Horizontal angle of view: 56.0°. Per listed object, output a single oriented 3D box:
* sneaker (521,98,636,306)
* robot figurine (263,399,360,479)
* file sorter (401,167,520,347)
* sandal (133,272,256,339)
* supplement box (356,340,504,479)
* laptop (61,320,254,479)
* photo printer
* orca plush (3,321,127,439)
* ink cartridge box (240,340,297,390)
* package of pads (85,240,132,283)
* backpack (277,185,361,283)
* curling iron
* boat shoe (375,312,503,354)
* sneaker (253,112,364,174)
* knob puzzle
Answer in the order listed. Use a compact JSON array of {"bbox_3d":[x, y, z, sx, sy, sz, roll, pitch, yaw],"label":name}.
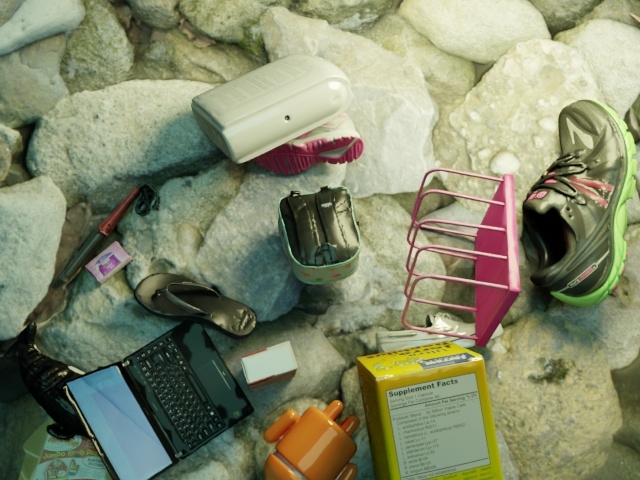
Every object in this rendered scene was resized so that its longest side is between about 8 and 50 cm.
[{"bbox_3d":[0.554,-0.104,1.321,0.202,0.185,0.482,11,72,-7],"label":"sneaker"},{"bbox_3d":[-0.019,0.406,1.143,0.219,0.128,0.158,-48,118,-16],"label":"robot figurine"},{"bbox_3d":[0.269,0.024,1.202,0.182,0.202,0.290,10,51,2],"label":"file sorter"},{"bbox_3d":[-0.250,0.122,1.226,0.254,0.054,0.097,17,54,-4],"label":"sandal"},{"bbox_3d":[0.199,0.384,1.093,0.194,0.195,0.356,-9,90,-7],"label":"supplement box"},{"bbox_3d":[-0.297,0.297,1.138,0.264,0.136,0.234,-31,80,-14],"label":"laptop"},{"bbox_3d":[-0.099,-0.297,1.288,0.307,0.107,0.256,-29,35,-14],"label":"photo printer"},{"bbox_3d":[-0.471,0.266,1.132,0.151,0.102,0.287,-32,77,-30],"label":"orca plush"},{"bbox_3d":[-0.101,0.247,1.175,0.099,0.135,0.056,-17,73,-11],"label":"ink cartridge box"},{"bbox_3d":[-0.439,0.046,1.251,0.083,0.032,0.050,-43,81,-15],"label":"package of pads"},{"bbox_3d":[0.000,0.000,1.246,0.166,0.144,0.188,-9,52,-10],"label":"backpack"},{"bbox_3d":[-0.443,-0.018,1.268,0.068,0.035,0.274,41,74,7],"label":"curling iron"},{"bbox_3d":[0.244,0.193,1.252,0.267,0.096,0.088,-15,80,-1],"label":"boat shoe"},{"bbox_3d":[-0.034,-0.224,1.343,0.252,0.103,0.111,-6,54,-1],"label":"sneaker"},{"bbox_3d":[-0.460,0.404,1.143,0.213,0.030,0.213,8,62,-14],"label":"knob puzzle"}]
